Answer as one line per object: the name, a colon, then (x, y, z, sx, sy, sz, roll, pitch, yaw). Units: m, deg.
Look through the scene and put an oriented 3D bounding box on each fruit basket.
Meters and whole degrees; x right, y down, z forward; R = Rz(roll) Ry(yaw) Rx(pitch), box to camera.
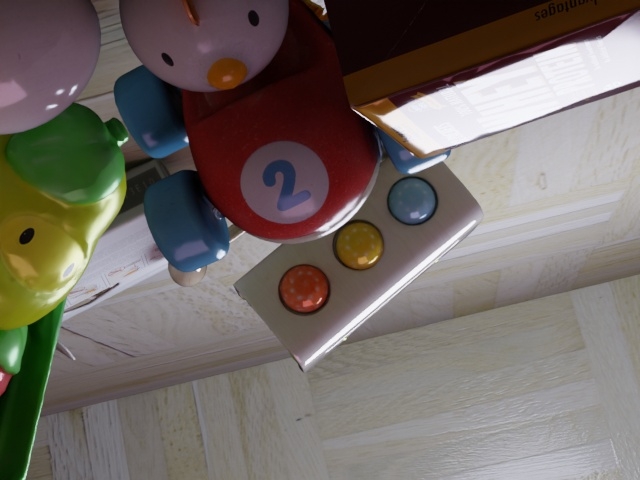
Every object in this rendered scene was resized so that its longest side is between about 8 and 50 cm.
fruit basket: (-0.319, 0.035, 0.883, 0.392, 0.282, 0.392, 6, 154, 3)

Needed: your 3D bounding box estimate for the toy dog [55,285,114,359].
toy dog: (-0.407, 0.127, 1.455, 0.220, 0.160, 0.333, -14, 166, 7)

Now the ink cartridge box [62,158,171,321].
ink cartridge box: (-0.282, 0.025, 1.238, 0.275, 0.060, 0.239, -27, 169, -11)

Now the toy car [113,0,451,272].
toy car: (-0.061, -0.125, 0.747, 0.219, 0.210, 0.238, -24, 152, 10)

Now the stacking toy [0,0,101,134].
stacking toy: (-0.344, -0.078, 0.618, 0.480, 0.350, 0.351, -27, 176, -34)

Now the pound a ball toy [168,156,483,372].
pound a ball toy: (0.000, 0.000, 1.268, 0.319, 0.208, 0.136, -39, 170, -8)

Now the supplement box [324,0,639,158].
supplement box: (0.104, -0.178, 0.652, 0.191, 0.194, 0.129, -17, 165, 18)

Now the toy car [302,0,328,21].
toy car: (-0.027, -0.171, 0.930, 0.041, 0.060, 0.122, 33, 134, -5)
